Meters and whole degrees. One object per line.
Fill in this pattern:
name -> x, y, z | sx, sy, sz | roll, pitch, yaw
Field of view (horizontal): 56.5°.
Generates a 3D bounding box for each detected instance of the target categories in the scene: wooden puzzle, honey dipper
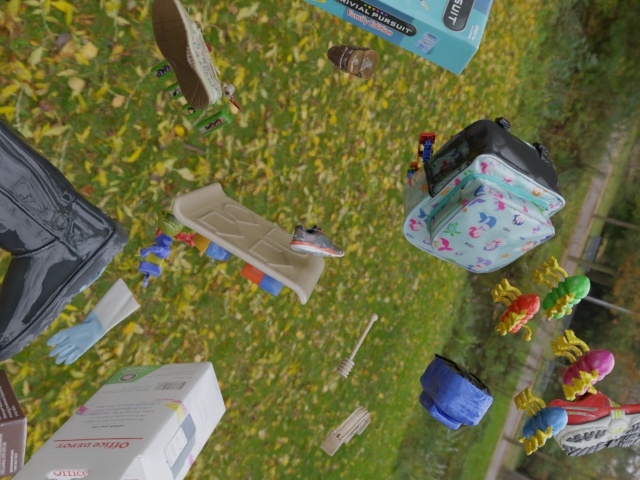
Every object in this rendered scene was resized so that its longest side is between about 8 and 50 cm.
wooden puzzle -> -0.159, 0.010, 1.373 | 0.080, 0.348, 0.322 | -54, -179, 14
honey dipper -> 0.085, 0.229, 1.320 | 0.160, 0.030, 0.030 | -56, 152, -20

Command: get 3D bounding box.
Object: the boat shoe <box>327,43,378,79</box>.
boat shoe -> 0.079, -0.429, 1.408 | 0.207, 0.073, 0.073 | -19, 131, -68

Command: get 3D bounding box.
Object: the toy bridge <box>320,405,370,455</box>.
toy bridge -> 0.054, 0.304, 0.982 | 0.063, 0.026, 0.188 | -53, 161, 6

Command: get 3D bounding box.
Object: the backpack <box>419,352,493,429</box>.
backpack -> 0.227, 0.262, 0.995 | 0.101, 0.098, 0.120 | -61, -170, -4

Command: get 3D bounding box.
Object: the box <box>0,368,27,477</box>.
box -> -0.764, 0.368, 1.084 | 0.381, 0.191, 0.143 | 0, 112, -40

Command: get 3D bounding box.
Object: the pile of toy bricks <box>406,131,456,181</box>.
pile of toy bricks -> 0.241, -0.164, 1.279 | 0.212, 0.118, 0.105 | 88, -1, -47

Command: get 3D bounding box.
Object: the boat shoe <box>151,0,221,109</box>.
boat shoe -> -0.332, -0.475, 1.492 | 0.089, 0.105, 0.285 | -51, 131, -50

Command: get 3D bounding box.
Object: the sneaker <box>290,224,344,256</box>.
sneaker -> 0.000, 0.000, 1.308 | 0.158, 0.061, 0.064 | 16, 77, -50

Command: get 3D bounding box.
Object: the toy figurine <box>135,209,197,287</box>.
toy figurine -> -0.460, 0.049, 1.784 | 0.217, 0.191, 0.362 | -65, -163, -15

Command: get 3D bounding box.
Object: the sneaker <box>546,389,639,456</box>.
sneaker -> 0.573, 0.338, 1.185 | 0.279, 0.118, 0.107 | -1, 131, -20

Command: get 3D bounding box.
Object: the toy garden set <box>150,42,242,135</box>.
toy garden set -> -0.336, -0.421, 1.679 | 0.244, 0.204, 0.049 | 52, 37, -28

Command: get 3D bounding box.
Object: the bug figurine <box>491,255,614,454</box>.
bug figurine -> 0.338, 0.164, 0.882 | 0.216, 0.072, 0.279 | 116, -20, -50

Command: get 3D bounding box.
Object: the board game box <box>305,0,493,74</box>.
board game box -> 0.134, -0.467, 1.018 | 0.079, 0.336, 0.253 | 124, -12, -65

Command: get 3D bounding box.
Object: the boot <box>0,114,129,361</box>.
boot -> -0.644, -0.034, 1.098 | 0.367, 0.146, 0.445 | -49, 124, -11

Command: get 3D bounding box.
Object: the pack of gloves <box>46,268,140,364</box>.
pack of gloves -> -0.524, 0.144, 1.305 | 0.232, 0.195, 0.046 | -40, 161, 1

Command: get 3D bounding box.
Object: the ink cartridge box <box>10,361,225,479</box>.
ink cartridge box -> -0.328, 0.349, 1.014 | 0.353, 0.207, 0.119 | -54, 136, -67

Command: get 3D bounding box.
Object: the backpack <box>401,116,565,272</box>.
backpack -> 0.270, -0.058, 1.047 | 0.253, 0.225, 0.191 | -37, -143, 47
